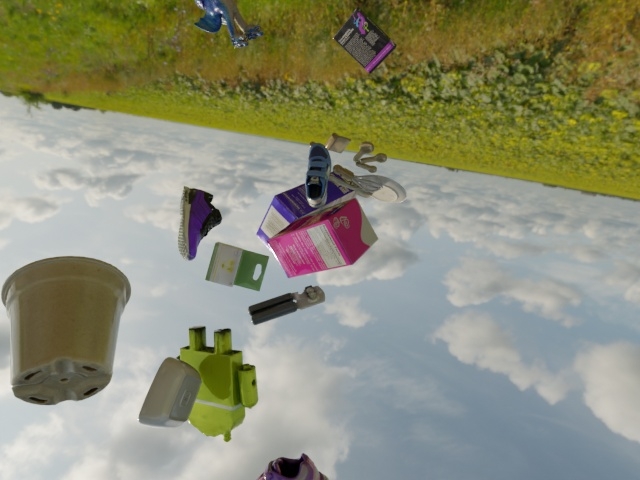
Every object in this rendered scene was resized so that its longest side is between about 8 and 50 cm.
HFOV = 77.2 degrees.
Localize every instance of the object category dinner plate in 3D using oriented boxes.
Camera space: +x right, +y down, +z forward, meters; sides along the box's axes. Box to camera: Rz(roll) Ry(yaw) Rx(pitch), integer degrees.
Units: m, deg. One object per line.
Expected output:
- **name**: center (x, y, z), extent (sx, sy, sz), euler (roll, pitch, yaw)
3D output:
- **dinner plate**: center (0.178, -0.141, 1.151), extent (0.141, 0.017, 0.141), euler (20, 162, 7)

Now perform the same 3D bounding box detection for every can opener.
- **can opener**: center (-0.112, 0.230, 1.403), extent (0.281, 0.093, 0.074), euler (-14, -128, -20)

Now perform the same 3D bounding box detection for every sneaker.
- **sneaker**: center (-0.105, 0.533, 0.878), extent (0.237, 0.104, 0.095), euler (-20, -167, 4)
- **sneaker**: center (-0.421, -0.064, 1.422), extent (0.146, 0.293, 0.102), euler (7, 149, -26)
- **sneaker**: center (-0.006, -0.146, 0.888), extent (0.053, 0.144, 0.059), euler (1, -179, 11)

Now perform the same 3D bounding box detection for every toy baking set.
- **toy baking set**: center (0.070, -0.181, 1.051), extent (0.197, 0.030, 0.256), euler (8, 153, 7)

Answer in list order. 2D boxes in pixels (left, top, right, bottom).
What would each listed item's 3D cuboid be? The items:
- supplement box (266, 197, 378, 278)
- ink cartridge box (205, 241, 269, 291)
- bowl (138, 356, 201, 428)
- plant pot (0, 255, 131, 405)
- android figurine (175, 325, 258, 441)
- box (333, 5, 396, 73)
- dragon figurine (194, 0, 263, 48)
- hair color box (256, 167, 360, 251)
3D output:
- **supplement box**: center (0.000, 0.000, 0.902), extent (0.220, 0.113, 0.111), euler (-15, -162, 46)
- **ink cartridge box**: center (-0.356, 0.118, 1.726), extent (0.235, 0.171, 0.056), euler (16, -177, -5)
- **bowl**: center (-0.309, 0.330, 0.856), extent (0.053, 0.141, 0.142), euler (9, 153, 15)
- **plant pot**: center (-0.705, 0.266, 1.121), extent (0.334, 0.333, 0.305), euler (2, -137, -30)
- **android figurine**: center (-0.256, 0.343, 0.959), extent (0.249, 0.272, 0.056), euler (-4, -178, 29)
- **box**: center (0.135, -0.608, 1.224), extent (0.162, 0.029, 0.116), euler (36, 140, -18)
- **dragon figurine**: center (-0.284, -0.608, 1.061), extent (0.289, 0.144, 0.085), euler (26, -126, 21)
- **hair color box**: center (-0.030, -0.099, 1.292), extent (0.110, 0.185, 0.339), euler (45, -136, 12)
